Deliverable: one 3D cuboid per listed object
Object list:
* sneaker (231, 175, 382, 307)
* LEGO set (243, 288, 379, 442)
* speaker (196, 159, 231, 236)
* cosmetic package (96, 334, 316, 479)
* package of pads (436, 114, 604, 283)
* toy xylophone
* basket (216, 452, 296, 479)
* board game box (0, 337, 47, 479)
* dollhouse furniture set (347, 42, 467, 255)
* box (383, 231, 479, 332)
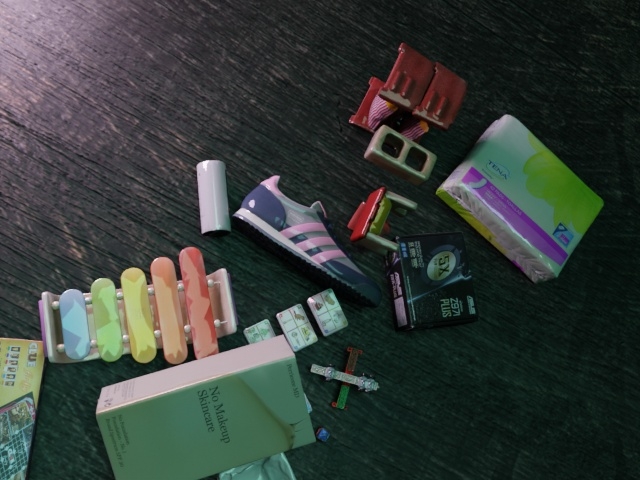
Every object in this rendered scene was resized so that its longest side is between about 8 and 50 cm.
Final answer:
[{"bbox_3d":[0.000,0.000,1.287,0.319,0.112,0.131,35,71,-7],"label":"sneaker"},{"bbox_3d":[-0.008,0.236,1.270,0.183,0.060,0.244,-26,83,-10],"label":"LEGO set"},{"bbox_3d":[-0.197,-0.075,1.275,0.055,0.055,0.136,-2,76,-18],"label":"speaker"},{"bbox_3d":[-0.180,0.278,1.106,0.310,0.113,0.160,-16,102,-9],"label":"cosmetic package"},{"bbox_3d":[0.424,-0.092,1.451,0.296,0.101,0.229,42,68,-4],"label":"package of pads"},{"bbox_3d":[-0.295,0.155,1.169,0.323,0.081,0.236,-16,81,-20],"label":"toy xylophone"},{"bbox_3d":[-0.096,0.433,1.145,0.113,0.103,0.167,-22,82,-21],"label":"basket"},{"bbox_3d":[-0.530,0.273,1.083,0.165,0.042,0.243,8,73,-15],"label":"board game box"},{"bbox_3d":[0.118,-0.160,1.329,0.152,0.201,0.374,28,76,-9],"label":"dollhouse furniture set"},{"bbox_3d":[0.213,0.081,1.351,0.148,0.077,0.180,-3,77,-19],"label":"box"}]
